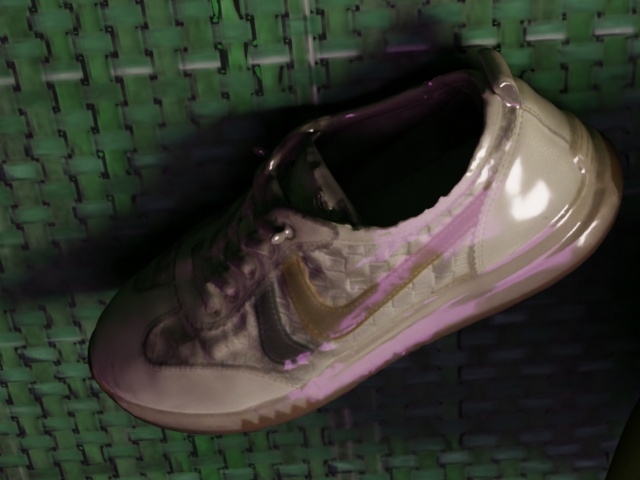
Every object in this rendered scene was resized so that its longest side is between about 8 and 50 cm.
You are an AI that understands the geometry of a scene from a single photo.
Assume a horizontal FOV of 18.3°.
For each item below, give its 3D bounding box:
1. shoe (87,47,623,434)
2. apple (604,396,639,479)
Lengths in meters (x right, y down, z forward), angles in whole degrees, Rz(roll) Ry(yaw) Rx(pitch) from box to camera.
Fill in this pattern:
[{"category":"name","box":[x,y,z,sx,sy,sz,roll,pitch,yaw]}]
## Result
[{"category":"shoe","box":[0.000,0.000,0.921,0.275,0.103,0.098,-28,132,17]},{"category":"apple","box":[0.326,0.111,0.936,0.311,0.320,0.360,45,122,5]}]
